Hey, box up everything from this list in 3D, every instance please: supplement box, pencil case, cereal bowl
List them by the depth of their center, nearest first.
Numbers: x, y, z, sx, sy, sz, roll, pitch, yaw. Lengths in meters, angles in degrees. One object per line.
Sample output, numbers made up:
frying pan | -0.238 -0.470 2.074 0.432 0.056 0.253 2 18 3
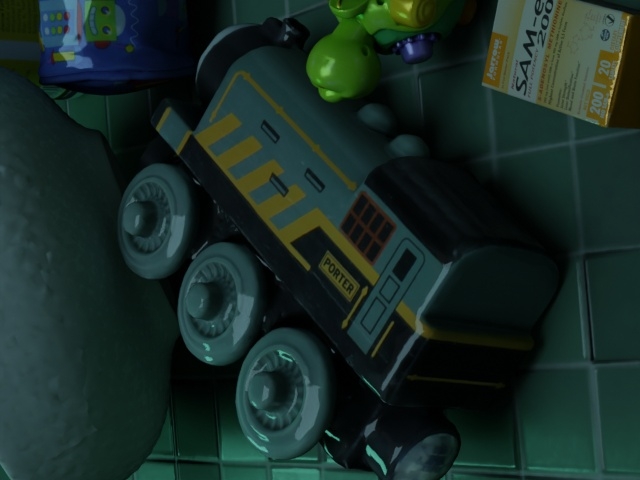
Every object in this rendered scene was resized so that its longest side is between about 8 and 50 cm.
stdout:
supplement box | 0.138 -0.102 0.847 0.098 0.036 0.062 26 111 48
cereal bowl | -0.194 0.017 1.123 0.339 0.141 0.339 156 90 -87
pencil case | -0.153 -0.259 1.141 0.133 0.119 0.306 -24 -67 -85

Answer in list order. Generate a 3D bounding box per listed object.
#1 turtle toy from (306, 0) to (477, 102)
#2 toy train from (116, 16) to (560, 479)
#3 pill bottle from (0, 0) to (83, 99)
turtle toy | 0.039 -0.135 0.917 0.095 0.130 0.066 25 147 39
toy train | 0.000 0.000 0.961 0.190 0.142 0.334 -58 47 19
pill bottle | -0.287 -0.174 1.242 0.119 0.208 0.119 3 94 51
